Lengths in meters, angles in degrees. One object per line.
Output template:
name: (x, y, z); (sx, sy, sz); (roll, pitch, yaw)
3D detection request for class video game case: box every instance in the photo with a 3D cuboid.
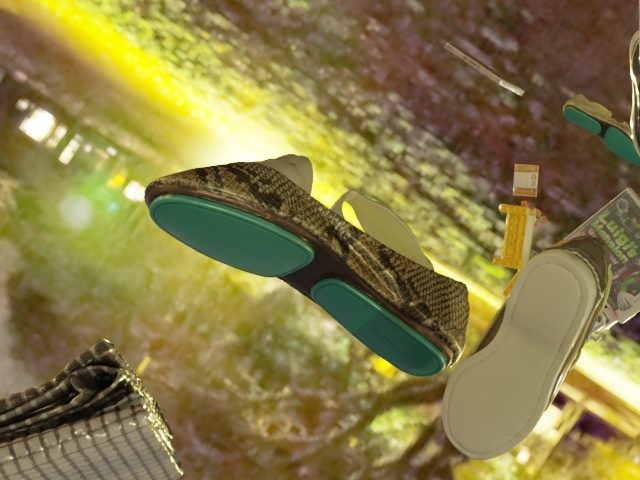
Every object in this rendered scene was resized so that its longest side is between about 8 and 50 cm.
video game case: (0.262, -0.274, 1.900); (0.122, 0.011, 0.087); (41, -164, 31)
video game case: (0.561, 0.028, 2.189); (0.190, 0.173, 0.022); (54, -153, 13)

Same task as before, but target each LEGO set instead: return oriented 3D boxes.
LEGO set: (0.341, 0.029, 1.785); (0.107, 0.132, 0.287); (2, -120, -51)

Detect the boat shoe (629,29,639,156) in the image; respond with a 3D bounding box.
boat shoe: (0.431, -0.157, 1.483); (0.076, 0.080, 0.228); (-87, -15, -52)

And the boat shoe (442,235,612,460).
boat shoe: (0.227, 0.121, 1.297); (0.109, 0.305, 0.091); (37, -140, 18)

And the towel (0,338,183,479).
towel: (-0.302, 0.242, 1.405); (0.284, 0.235, 0.121); (80, 168, -64)

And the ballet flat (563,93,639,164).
ballet flat: (0.487, -0.193, 2.003); (0.168, 0.052, 0.057); (39, 151, 16)

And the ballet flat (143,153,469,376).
ballet flat: (0.000, 0.000, 1.526); (0.482, 0.182, 0.164); (31, 147, -22)
